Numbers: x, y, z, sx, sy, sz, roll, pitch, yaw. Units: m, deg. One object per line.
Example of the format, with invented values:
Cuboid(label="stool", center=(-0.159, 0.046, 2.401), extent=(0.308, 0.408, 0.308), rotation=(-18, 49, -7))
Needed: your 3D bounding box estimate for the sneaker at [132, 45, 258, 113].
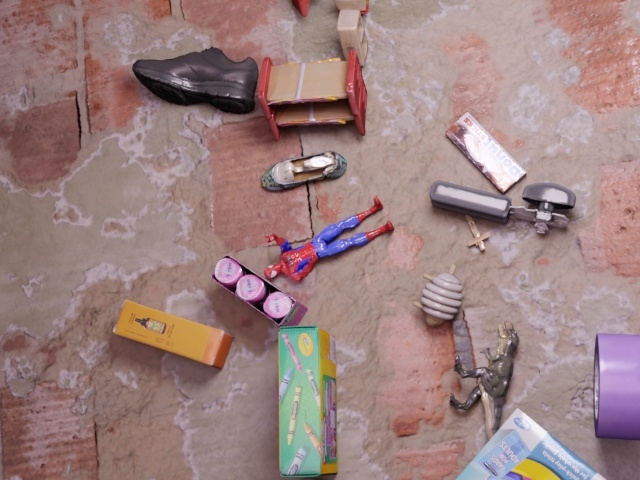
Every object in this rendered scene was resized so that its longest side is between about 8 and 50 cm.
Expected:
Cuboid(label="sneaker", center=(-0.268, -0.364, 2.096), extent=(0.287, 0.109, 0.130), rotation=(13, 74, 6))

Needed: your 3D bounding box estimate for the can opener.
Cuboid(label="can opener", center=(0.358, -0.077, 1.895), extent=(0.281, 0.074, 0.093), rotation=(10, 76, 14))

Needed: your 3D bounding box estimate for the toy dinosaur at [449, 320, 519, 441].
Cuboid(label="toy dinosaur", center=(0.311, 0.281, 1.835), extent=(0.118, 0.064, 0.268), rotation=(8, 83, 7))

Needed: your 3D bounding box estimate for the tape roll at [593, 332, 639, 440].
Cuboid(label="tape roll", center=(0.536, 0.262, 1.719), extent=(0.080, 0.189, 0.188), rotation=(2, 78, 13))

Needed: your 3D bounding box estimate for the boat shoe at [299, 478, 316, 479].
Cuboid(label="boat shoe", center=(0.067, 0.595, 1.794), extent=(0.340, 0.127, 0.113), rotation=(34, 116, 10))

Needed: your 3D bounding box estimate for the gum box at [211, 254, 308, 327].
Cuboid(label="gum box", center=(-0.127, 0.104, 1.945), extent=(0.188, 0.107, 0.062), rotation=(33, 86, 17))

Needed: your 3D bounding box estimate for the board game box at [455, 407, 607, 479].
Cuboid(label="board game box", center=(0.345, 0.510, 1.702), extent=(0.254, 0.079, 0.336), rotation=(38, 82, 30))

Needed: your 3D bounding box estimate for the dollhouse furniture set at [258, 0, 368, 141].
Cuboid(label="dollhouse furniture set", center=(0.002, -0.407, 2.034), extent=(0.202, 0.152, 0.373), rotation=(0, 60, 13))

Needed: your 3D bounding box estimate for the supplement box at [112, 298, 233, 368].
Cuboid(label="supplement box", center=(-0.305, 0.194, 1.982), extent=(0.234, 0.080, 0.078), rotation=(17, 81, 14))

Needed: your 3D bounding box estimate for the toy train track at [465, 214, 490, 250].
Cuboid(label="toy train track", center=(0.312, -0.016, 1.924), extent=(0.048, 0.014, 0.083), rotation=(-26, 68, 13))

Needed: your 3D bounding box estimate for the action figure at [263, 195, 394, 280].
Cuboid(label="action figure", center=(0.000, 0.000, 1.930), extent=(0.280, 0.139, 0.091), rotation=(-29, 72, 8))

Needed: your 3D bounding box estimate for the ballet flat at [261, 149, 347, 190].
Cuboid(label="ballet flat", center=(-0.040, -0.152, 2.007), extent=(0.189, 0.070, 0.070), rotation=(-14, 75, 9))

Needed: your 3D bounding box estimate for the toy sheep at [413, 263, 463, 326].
Cuboid(label="toy sheep", center=(0.237, 0.108, 1.876), extent=(0.091, 0.091, 0.132), rotation=(19, 101, 16))

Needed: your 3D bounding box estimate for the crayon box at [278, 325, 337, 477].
Cuboid(label="crayon box", center=(-0.022, 0.312, 1.844), extent=(0.081, 0.165, 0.278), rotation=(-4, 77, 12))

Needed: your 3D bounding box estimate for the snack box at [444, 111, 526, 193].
Cuboid(label="snack box", center=(0.336, -0.178, 1.949), extent=(0.064, 0.022, 0.178), rotation=(-41, 73, 2))
